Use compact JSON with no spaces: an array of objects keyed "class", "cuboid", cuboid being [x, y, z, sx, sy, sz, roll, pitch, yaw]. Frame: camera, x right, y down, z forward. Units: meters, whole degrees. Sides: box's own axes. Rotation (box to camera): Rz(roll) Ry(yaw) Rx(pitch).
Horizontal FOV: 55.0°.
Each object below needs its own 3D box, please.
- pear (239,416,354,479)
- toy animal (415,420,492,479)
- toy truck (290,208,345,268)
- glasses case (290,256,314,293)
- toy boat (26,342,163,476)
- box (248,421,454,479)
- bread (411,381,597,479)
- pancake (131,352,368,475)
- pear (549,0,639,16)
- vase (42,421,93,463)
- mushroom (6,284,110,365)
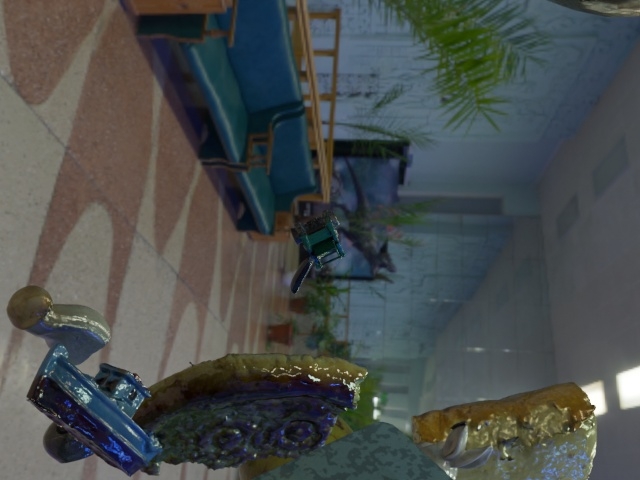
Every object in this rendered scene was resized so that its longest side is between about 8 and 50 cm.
[{"class":"pear","cuboid":[-0.041,0.490,1.315,0.283,0.283,0.284,2,90,-85]},{"class":"toy animal","cuboid":[0.198,0.373,1.067,0.127,0.131,0.182,-53,174,-18]},{"class":"toy truck","cuboid":[0.000,0.000,1.486,0.216,0.110,0.116,-120,-175,-84]},{"class":"glasses case","cuboid":[-0.041,0.070,1.256,0.083,0.023,0.033,-62,175,5]},{"class":"toy boat","cuboid":[-0.249,0.190,0.714,0.097,0.100,0.223,-60,146,-32]},{"class":"box","cuboid":[0.029,0.287,0.589,0.162,0.226,0.130,32,-50,54]},{"class":"bread","cuboid":[0.390,0.437,1.314,0.165,0.375,0.237,-103,-175,-58]},{"class":"pancake","cuboid":[-0.141,0.293,0.980,0.067,0.426,0.305,-103,-167,-50]},{"class":"pear","cuboid":[0.192,-0.235,0.366,0.228,0.211,0.188,47,-32,24]},{"class":"vase","cuboid":[-0.531,0.371,1.305,0.120,0.120,0.183,58,18,-82]},{"class":"mushroom","cuboid":[-0.660,0.220,1.552,0.159,0.122,0.329,-63,159,-16]}]
